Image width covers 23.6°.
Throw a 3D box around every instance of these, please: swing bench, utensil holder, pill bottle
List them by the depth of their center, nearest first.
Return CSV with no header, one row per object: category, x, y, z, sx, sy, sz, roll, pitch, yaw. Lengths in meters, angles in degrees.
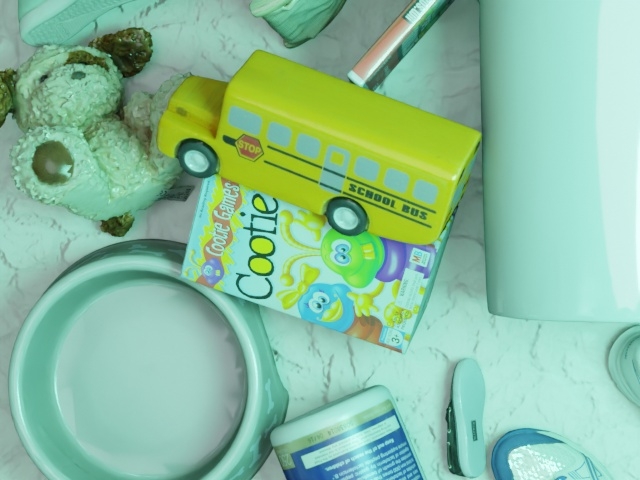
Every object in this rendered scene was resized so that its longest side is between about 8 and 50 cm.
utensil holder,0.328,-0.111,1.672,0.328,0.327,0.385,1,91,7
swing bench,-0.059,-0.374,1.755,0.165,0.253,0.254,-37,85,5
pill bottle,0.058,0.314,1.779,0.153,0.153,0.264,-23,86,6

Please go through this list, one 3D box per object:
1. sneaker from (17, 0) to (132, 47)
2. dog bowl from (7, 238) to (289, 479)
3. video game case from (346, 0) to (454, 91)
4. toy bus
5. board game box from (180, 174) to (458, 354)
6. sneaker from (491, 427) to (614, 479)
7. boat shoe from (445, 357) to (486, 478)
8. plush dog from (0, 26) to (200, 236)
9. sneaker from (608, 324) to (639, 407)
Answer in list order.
sneaker,-0.269,-0.352,1.829,0.256,0.094,0.151,-24,66,23
dog bowl,-0.213,0.170,1.841,0.349,0.102,0.348,0,89,8
video game case,0.136,-0.281,1.755,0.025,0.204,0.285,42,94,2
toy bus,-0.006,-0.106,1.664,0.333,0.108,0.130,22,131,10
board game box,0.000,0.000,1.777,0.275,0.144,0.142,18,115,7
sneaker,0.315,0.332,1.760,0.296,0.131,0.112,45,96,7
boat shoe,0.167,0.211,1.822,0.040,0.049,0.142,-8,81,45
plush dog,-0.276,-0.140,1.838,0.262,0.210,0.225,-23,70,-22
sneaker,0.451,0.217,1.746,0.297,0.129,0.111,39,92,5
